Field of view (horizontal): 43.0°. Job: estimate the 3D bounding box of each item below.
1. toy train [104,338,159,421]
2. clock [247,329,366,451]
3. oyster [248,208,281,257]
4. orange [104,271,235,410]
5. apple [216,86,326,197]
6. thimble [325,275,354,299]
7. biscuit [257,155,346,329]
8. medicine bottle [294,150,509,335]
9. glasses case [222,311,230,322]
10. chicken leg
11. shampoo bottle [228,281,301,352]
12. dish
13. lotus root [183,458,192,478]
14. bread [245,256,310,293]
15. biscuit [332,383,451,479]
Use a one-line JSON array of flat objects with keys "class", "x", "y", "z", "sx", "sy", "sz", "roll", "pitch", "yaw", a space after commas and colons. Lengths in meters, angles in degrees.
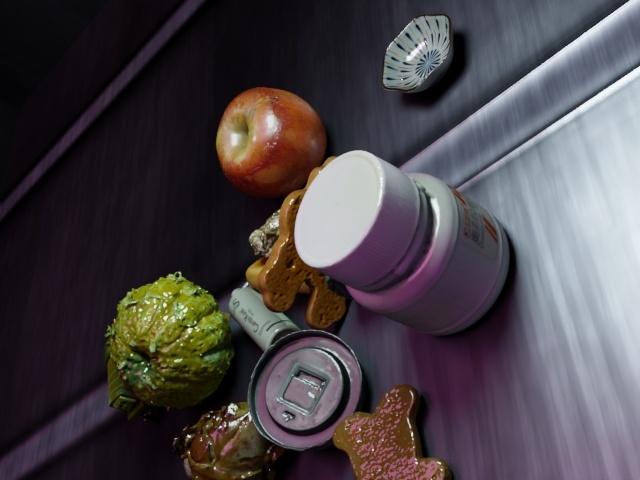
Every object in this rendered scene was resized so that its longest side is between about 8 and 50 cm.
[{"class": "toy train", "x": -0.459, "y": 0.339, "z": 1.998, "sx": 0.090, "sy": 0.137, "sz": 0.225, "roll": -45, "pitch": 39, "yaw": 25}, {"class": "clock", "x": -0.024, "y": 0.276, "z": 1.494, "sx": 0.226, "sy": 0.049, "sz": 0.226, "roll": -10, "pitch": 62, "yaw": 19}, {"class": "oyster", "x": -0.046, "y": -0.045, "z": 1.716, "sx": 0.259, "sy": 0.092, "sz": 0.198, "roll": -40, "pitch": 4, "yaw": 34}, {"class": "orange", "x": -0.331, "y": 0.233, "z": 1.797, "sx": 0.301, "sy": 0.223, "sz": 0.300, "roll": -20, "pitch": 93, "yaw": 32}, {"class": "apple", "x": -0.111, "y": -0.217, "z": 1.851, "sx": 0.272, "sy": 0.206, "sz": 0.251, "roll": -27, "pitch": 60, "yaw": 43}, {"class": "thimble", "x": 0.070, "y": 0.047, "z": 1.516, "sx": 0.118, "sy": 0.135, "sz": 0.090, "roll": -29, "pitch": 48, "yaw": 32}, {"class": "biscuit", "x": 0.000, "y": 0.000, "z": 1.578, "sx": 0.047, "sy": 0.202, "sz": 0.334, "roll": 6, "pitch": 76, "yaw": 61}, {"class": "medicine bottle", "x": 0.132, "y": 0.005, "z": 1.322, "sx": 0.241, "sy": 0.302, "sz": 0.241, "roll": -29, "pitch": 49, "yaw": 38}, {"class": "glasses case", "x": -0.284, "y": 0.214, "z": 1.938, "sx": 0.170, "sy": 0.041, "sz": 0.064, "roll": -18, "pitch": 57, "yaw": 44}, {"class": "chicken leg", "x": -0.208, "y": 0.463, "z": 1.573, "sx": 0.211, "sy": 0.140, "sz": 0.361, "roll": 33, "pitch": 93, "yaw": 25}, {"class": "shampoo bottle", "x": -0.130, "y": 0.166, "z": 1.737, "sx": 0.085, "sy": 0.085, "sz": 0.262, "roll": -61, "pitch": 35, "yaw": 4}, {"class": "dish", "x": 0.212, "y": -0.366, "z": 1.651, "sx": 0.191, "sy": 0.066, "sz": 0.190, "roll": -28, "pitch": 48, "yaw": 36}, {"class": "lotus root", "x": -0.220, "y": 0.437, "z": 1.681, "sx": 0.165, "sy": 0.088, "sz": 0.088, "roll": -49, "pitch": 38, "yaw": 7}, {"class": "bread", "x": -0.059, "y": 0.073, "z": 1.711, "sx": 0.092, "sy": 0.074, "sz": 0.239, "roll": -36, "pitch": 21, "yaw": -34}, {"class": "biscuit", "x": 0.120, "y": 0.393, "z": 1.305, "sx": 0.197, "sy": 0.049, "sz": 0.301, "roll": -35, "pitch": 46, "yaw": 20}]
